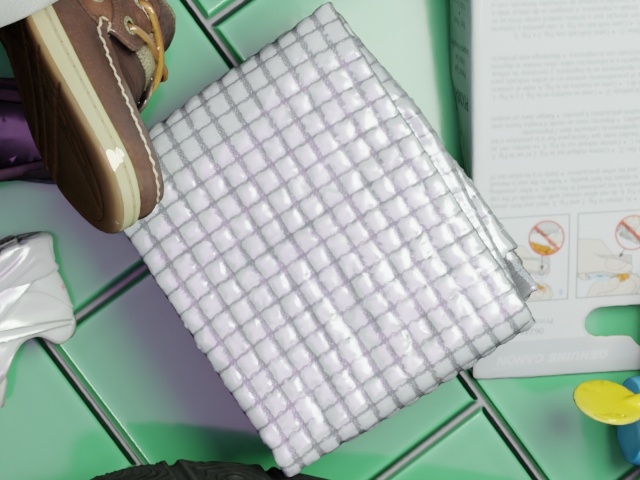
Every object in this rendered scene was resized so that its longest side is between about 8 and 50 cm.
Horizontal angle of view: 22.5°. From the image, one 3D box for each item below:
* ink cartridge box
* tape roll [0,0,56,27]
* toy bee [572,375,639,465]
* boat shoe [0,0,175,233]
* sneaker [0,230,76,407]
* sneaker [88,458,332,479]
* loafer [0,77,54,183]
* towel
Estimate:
[{"bbox_3d":[0.262,-0.089,1.292,0.308,0.091,0.385,-3,108,-7],"label":"ink cartridge box"},{"bbox_3d":[-0.276,-0.308,1.119,0.392,0.072,0.392,-4,60,7],"label":"tape roll"},{"bbox_3d":[0.304,0.157,1.223,0.195,0.162,0.298,-19,100,-6],"label":"toy bee"},{"bbox_3d":[-0.161,-0.150,1.147,0.123,0.123,0.342,-15,49,-18],"label":"boat shoe"},{"bbox_3d":[-0.288,0.088,1.211,0.232,0.090,0.115,-26,98,-7],"label":"sneaker"},{"bbox_3d":[0.007,0.312,1.165,0.447,0.169,0.257,9,99,-22],"label":"sneaker"},{"bbox_3d":[-0.296,-0.083,1.203,0.302,0.095,0.109,-3,93,-7],"label":"loafer"},{"bbox_3d":[0.000,0.000,1.211,0.235,0.121,0.284,-35,88,1],"label":"towel"}]
